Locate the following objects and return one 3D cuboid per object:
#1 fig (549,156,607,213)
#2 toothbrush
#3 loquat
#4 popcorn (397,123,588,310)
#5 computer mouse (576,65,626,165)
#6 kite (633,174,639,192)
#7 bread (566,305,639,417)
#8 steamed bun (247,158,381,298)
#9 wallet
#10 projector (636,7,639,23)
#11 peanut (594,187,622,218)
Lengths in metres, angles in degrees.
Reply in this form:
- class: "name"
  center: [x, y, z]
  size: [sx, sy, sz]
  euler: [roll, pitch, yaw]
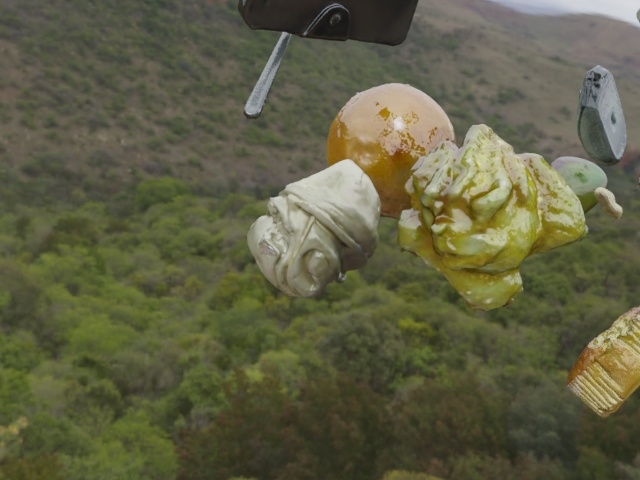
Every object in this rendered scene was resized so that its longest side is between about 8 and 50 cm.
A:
- class: "fig"
  center: [0.692, -0.143, 2.202]
  size: [0.191, 0.181, 0.181]
  euler: [-12, 16, 11]
- class: "toothbrush"
  center: [-0.071, -0.333, 1.394]
  size: [0.030, 0.297, 0.030]
  euler: [27, -24, -14]
- class: "loquat"
  center: [0.173, -0.211, 1.911]
  size: [0.328, 0.329, 0.328]
  euler: [10, 19, -3]
- class: "popcorn"
  center: [0.310, -0.061, 1.436]
  size: [0.325, 0.321, 0.290]
  euler: [12, -23, 26]
- class: "computer mouse"
  center: [0.501, -0.225, 1.458]
  size: [0.068, 0.229, 0.113]
  euler: [6, 56, 38]
- class: "kite"
  center: [0.578, -0.161, 1.377]
  size: [0.010, 0.190, 0.159]
  euler: [25, -3, 17]
- class: "bread"
  center: [0.641, 0.253, 1.697]
  size: [0.133, 0.250, 0.179]
  euler: [47, 26, 24]
- class: "steamed bun"
  center: [0.000, 0.000, 1.663]
  size: [0.275, 0.320, 0.206]
  euler: [-16, 62, -27]
- class: "wallet"
  center: [0.027, -0.432, 1.333]
  size: [0.377, 0.197, 0.051]
  euler: [-4, 32, -41]
- class: "projector"
  center: [0.879, -0.529, 1.815]
  size: [0.242, 0.177, 0.163]
  euler: [-14, 70, -24]
- class: "peanut"
  center: [0.633, -0.081, 1.752]
  size: [0.083, 0.037, 0.037]
  euler: [53, 17, -10]
